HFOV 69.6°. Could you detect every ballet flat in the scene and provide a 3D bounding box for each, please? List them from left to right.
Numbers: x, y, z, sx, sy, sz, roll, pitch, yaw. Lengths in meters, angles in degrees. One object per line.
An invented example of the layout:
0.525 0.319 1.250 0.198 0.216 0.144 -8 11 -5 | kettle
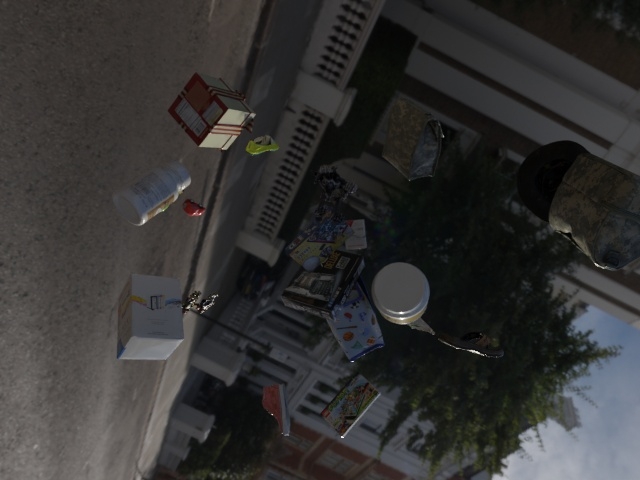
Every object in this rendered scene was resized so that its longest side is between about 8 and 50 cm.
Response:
-0.270 -0.465 2.210 0.231 0.077 0.077 -31 141 -53 | ballet flat

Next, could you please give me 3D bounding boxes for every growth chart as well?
0.454 0.398 2.300 0.021 0.237 0.172 -60 -151 17 | growth chart

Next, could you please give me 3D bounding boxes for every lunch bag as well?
0.139 0.332 2.273 0.239 0.327 0.385 -24 -156 -1 | lunch bag
0.399 -0.445 1.968 0.235 0.169 0.286 -126 -150 -44 | lunch bag
0.811 -0.083 1.321 0.305 0.213 0.256 -89 -158 -65 | lunch bag

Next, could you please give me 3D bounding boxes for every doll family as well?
-0.526 0.273 1.985 0.111 0.193 0.076 -54 -132 19 | doll family

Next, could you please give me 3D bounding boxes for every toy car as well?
-0.647 -0.166 1.993 0.053 0.225 0.239 -97 169 -45 | toy car

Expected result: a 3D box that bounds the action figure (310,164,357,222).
0.047 -0.194 1.658 0.141 0.164 0.275 -48 -150 47 | action figure

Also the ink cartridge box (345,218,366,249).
0.184 -0.033 2.432 0.063 0.109 0.150 -37 121 -79 | ink cartridge box

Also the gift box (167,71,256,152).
-0.455 -0.534 2.002 0.255 0.276 0.258 -39 175 22 | gift box

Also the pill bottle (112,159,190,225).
-0.537 -0.162 1.485 0.229 0.131 0.131 -48 172 -37 | pill bottle

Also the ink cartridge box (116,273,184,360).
-0.573 0.256 1.540 0.171 0.168 0.232 -47 -135 37 | ink cartridge box

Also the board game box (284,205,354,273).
0.000 0.000 1.780 0.243 0.165 0.042 -42 -133 1 | board game box

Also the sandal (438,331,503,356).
0.424 0.279 1.279 0.090 0.219 0.060 -1 -109 70 | sandal

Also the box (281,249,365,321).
0.016 0.170 1.935 0.307 0.243 0.076 -56 146 -33 | box

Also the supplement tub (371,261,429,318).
0.345 0.228 1.983 0.241 0.241 0.331 -63 163 -9 | supplement tub

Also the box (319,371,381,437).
0.108 0.593 1.668 0.207 0.114 0.036 -46 151 -12 | box

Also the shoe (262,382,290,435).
-0.160 0.610 1.656 0.063 0.081 0.177 62 18 -70 | shoe

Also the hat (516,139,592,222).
0.938 -0.225 1.816 0.331 0.331 0.134 -62 171 15 | hat
